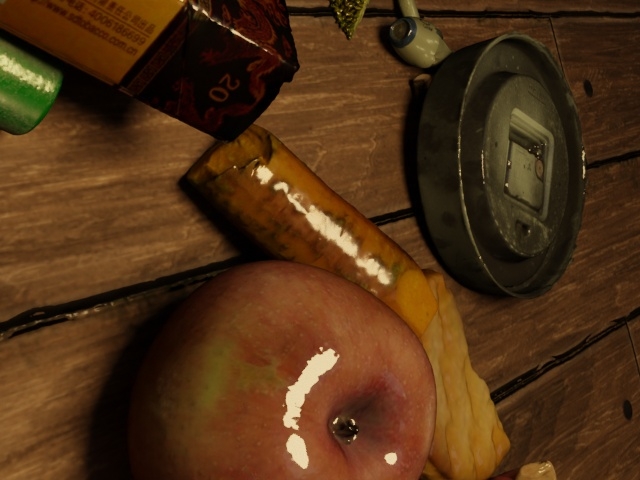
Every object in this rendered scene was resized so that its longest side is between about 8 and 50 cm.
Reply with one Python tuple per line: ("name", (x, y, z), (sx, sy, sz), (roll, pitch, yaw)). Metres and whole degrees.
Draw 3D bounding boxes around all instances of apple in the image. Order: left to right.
("apple", (-0.031, 0.159, 0.852), (0.305, 0.235, 0.306), (8, 77, -36))

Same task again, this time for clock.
("clock", (0.272, -0.106, 1.344), (0.386, 0.076, 0.386), (2, 87, -49))

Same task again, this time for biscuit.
("biscuit", (0.132, 0.179, 1.143), (0.213, 0.091, 0.274), (-24, 99, -50))

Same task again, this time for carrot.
("carrot", (0.000, 0.000, 0.995), (0.302, 0.114, 0.114), (43, 50, -16))

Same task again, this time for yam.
("yam", (0.248, -0.223, 1.412), (0.327, 0.045, 0.045), (-6, 54, -49))

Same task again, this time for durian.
("durian", (0.049, -0.377, 1.232), (0.100, 0.086, 0.215), (68, 32, -64))

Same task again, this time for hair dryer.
("hair dryer", (0.144, -0.322, 1.336), (0.167, 0.067, 0.199), (33, 42, -48))

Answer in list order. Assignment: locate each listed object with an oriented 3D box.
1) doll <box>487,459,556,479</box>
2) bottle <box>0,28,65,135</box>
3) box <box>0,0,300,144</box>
("doll", (0.202, 0.382, 1.111), (0.152, 0.196, 0.256), (45, 49, 5))
("bottle", (-0.357, -0.187, 0.706), (0.330, 0.093, 0.093), (28, 60, -40))
("box", (-0.215, -0.278, 0.782), (0.415, 0.116, 0.264), (26, 36, -34))
